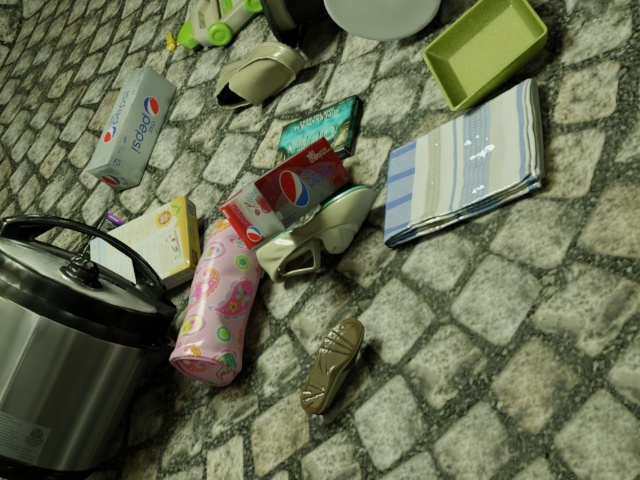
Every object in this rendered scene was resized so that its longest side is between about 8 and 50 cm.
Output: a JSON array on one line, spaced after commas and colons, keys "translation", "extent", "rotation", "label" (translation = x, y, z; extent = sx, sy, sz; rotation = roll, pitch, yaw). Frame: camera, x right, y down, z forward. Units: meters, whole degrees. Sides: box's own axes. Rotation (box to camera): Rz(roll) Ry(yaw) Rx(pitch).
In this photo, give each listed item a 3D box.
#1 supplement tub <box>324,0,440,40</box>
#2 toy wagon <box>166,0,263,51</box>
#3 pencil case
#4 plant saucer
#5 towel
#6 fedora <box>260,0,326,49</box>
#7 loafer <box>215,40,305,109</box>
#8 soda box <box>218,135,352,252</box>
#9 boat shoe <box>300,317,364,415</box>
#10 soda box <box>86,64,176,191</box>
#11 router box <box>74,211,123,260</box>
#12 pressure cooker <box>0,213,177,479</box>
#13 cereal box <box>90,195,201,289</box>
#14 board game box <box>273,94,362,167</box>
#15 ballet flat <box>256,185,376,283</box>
[{"translation": [0.117, -0.547, 1.790], "extent": [0.241, 0.241, 0.331], "rotation": [-25, 44, 35], "label": "supplement tub"}, {"translation": [-0.231, -0.562, 2.363], "extent": [0.344, 0.068, 0.267], "rotation": [-39, 37, 23], "label": "toy wagon"}, {"translation": [-0.163, 0.100, 1.685], "extent": [0.124, 0.124, 0.284], "rotation": [-16, 49, 42], "label": "pencil case"}, {"translation": [0.267, -0.303, 1.580], "extent": [0.188, 0.045, 0.188], "rotation": [-39, 38, 20], "label": "plant saucer"}, {"translation": [0.210, -0.115, 1.501], "extent": [0.285, 0.034, 0.209], "rotation": [-25, 44, 36], "label": "towel"}, {"translation": [-0.035, -0.541, 1.958], "extent": [0.152, 0.334, 0.334], "rotation": [-9, 50, 11], "label": "fedora"}, {"translation": [-0.127, -0.325, 2.022], "extent": [0.268, 0.102, 0.092], "rotation": [-14, 52, 55], "label": "loafer"}, {"translation": [-0.052, -0.080, 1.612], "extent": [0.083, 0.092, 0.263], "rotation": [-32, 4, 32], "label": "soda box"}, {"translation": [0.021, 0.185, 1.454], "extent": [0.056, 0.049, 0.152], "rotation": [28, 84, 32], "label": "boat shoe"}, {"translation": [-0.440, -0.263, 2.329], "extent": [0.091, 0.098, 0.286], "rotation": [-12, 53, 43], "label": "soda box"}, {"translation": [-0.493, 0.015, 2.152], "extent": [0.133, 0.046, 0.179], "rotation": [-62, 17, -17], "label": "router box"}, {"translation": [-0.474, 0.172, 1.744], "extent": [0.375, 0.370, 0.421], "rotation": [26, 93, 31], "label": "pressure cooker"}, {"translation": [-0.347, 0.033, 1.959], "extent": [0.240, 0.047, 0.173], "rotation": [-24, 54, 21], "label": "cereal box"}, {"translation": [-0.008, -0.183, 1.819], "extent": [0.186, 0.026, 0.126], "rotation": [-19, 47, 40], "label": "board game box"}, {"translation": [0.000, 0.000, 1.625], "extent": [0.248, 0.086, 0.086], "rotation": [-31, 41, 32], "label": "ballet flat"}]
